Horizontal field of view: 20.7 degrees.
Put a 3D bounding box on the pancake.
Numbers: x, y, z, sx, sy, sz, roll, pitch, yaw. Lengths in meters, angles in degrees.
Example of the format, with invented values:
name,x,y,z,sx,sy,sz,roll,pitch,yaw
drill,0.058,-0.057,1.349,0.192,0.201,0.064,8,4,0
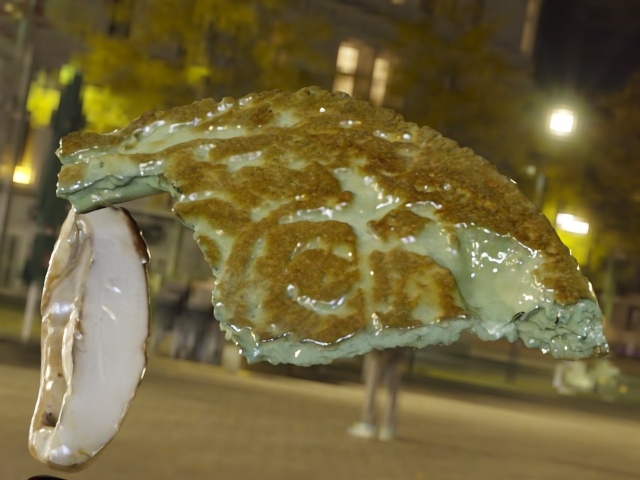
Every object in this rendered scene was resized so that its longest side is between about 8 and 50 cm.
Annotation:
name,x,y,z,sx,sy,sz,roll,pitch,yaw
pancake,0.001,0.002,1.084,0.377,0.197,0.054,22,-31,23

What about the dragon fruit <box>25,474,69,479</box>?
name,x,y,z,sx,sy,sz,roll,pitch,yaw
dragon fruit,-0.140,0.125,0.757,0.192,0.122,0.092,18,-49,-42

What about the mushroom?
name,x,y,z,sx,sy,sz,roll,pitch,yaw
mushroom,-0.170,0.078,1.273,0.072,0.209,0.094,18,-34,-26
